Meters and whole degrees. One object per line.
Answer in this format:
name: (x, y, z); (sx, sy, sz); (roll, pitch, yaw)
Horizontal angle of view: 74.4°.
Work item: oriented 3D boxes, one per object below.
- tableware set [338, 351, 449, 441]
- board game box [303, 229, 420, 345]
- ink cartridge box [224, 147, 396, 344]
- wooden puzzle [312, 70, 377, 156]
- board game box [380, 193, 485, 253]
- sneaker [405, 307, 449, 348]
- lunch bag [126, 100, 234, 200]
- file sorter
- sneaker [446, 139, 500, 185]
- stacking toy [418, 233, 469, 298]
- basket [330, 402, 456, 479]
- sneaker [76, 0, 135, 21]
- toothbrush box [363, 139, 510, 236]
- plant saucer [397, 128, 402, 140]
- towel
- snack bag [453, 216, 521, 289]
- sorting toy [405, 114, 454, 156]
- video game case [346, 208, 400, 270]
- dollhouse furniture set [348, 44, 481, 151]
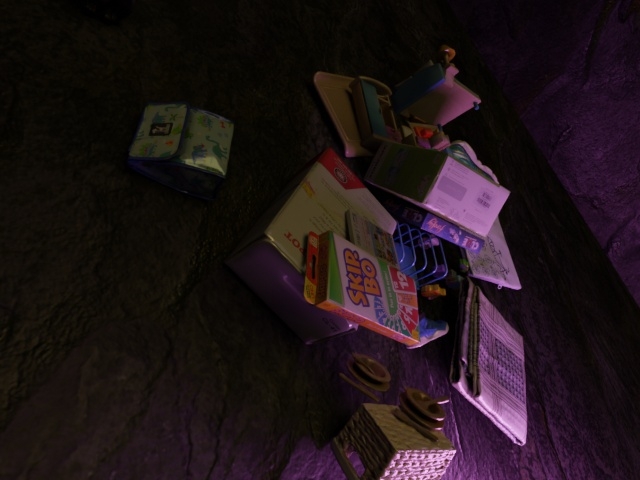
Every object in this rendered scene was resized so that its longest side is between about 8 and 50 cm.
tableware set: (0.135, 0.254, 0.738); (0.194, 0.039, 0.128); (31, 11, 14)
board game box: (0.077, 0.081, 0.704); (0.259, 0.039, 0.124); (27, 51, -33)
ink cartridge box: (0.000, 0.000, 0.793); (0.226, 0.131, 0.306); (48, 43, -15)
wooden puzzle: (0.087, -0.341, 1.168); (0.221, 0.044, 0.239); (-15, 81, -48)
board game box: (0.291, -0.042, 1.099); (0.243, 0.042, 0.165); (20, 9, -35)
sneaker: (0.236, 0.184, 0.966); (0.152, 0.058, 0.085); (-11, 82, -41)
lunch bag: (-0.230, -0.156, 0.703); (0.151, 0.096, 0.129); (15, 57, -21)
file sorter: (0.201, 0.033, 0.992); (0.170, 0.104, 0.118); (17, 54, -36)
sneaker: (0.532, -0.227, 1.507); (0.275, 0.107, 0.110); (45, 61, -7)
stacking toy: (0.341, 0.101, 1.130); (0.221, 0.052, 0.167); (30, 49, -34)
basket: (0.121, 0.340, 0.688); (0.167, 0.103, 0.113); (21, 13, -36)
sneaker: (-0.444, -0.486, 0.690); (0.276, 0.097, 0.135); (17, 55, -39)
toothbrush box: (0.267, -0.133, 1.019); (0.206, 0.122, 0.283); (23, 7, -26)
plant saucer: (0.292, -0.233, 1.299); (0.240, 0.037, 0.241); (23, 52, -33)
towel: (0.440, 0.296, 1.061); (0.324, 0.056, 0.312); (43, 48, -25)
snack bag: (0.554, 0.003, 1.410); (0.342, 0.037, 0.323); (17, 54, -37)
sorting toy: (0.369, -0.307, 1.355); (0.196, 0.047, 0.348); (-7, 71, -46)
video game case: (0.097, 0.001, 0.775); (0.122, 0.011, 0.087); (27, 40, -33)
dollhouse furniture set: (0.274, -0.380, 1.107); (0.286, 0.303, 0.198); (7, 66, -40)
